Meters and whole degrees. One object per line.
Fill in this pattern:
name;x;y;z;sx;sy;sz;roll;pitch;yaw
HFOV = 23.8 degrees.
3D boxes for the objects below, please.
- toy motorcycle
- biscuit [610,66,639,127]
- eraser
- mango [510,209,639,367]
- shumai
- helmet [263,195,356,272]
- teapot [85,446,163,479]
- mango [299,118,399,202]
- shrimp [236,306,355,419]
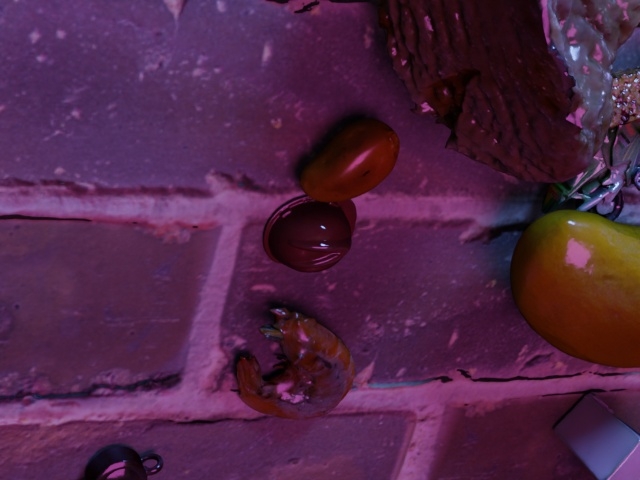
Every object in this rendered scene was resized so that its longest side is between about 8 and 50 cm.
toy motorcycle;0.328;-0.104;1.730;0.106;0.074;0.190;13;114;-23
biscuit;0.333;-0.157;1.654;0.199;0.034;0.064;-13;106;-25
eraser;0.431;0.319;2.013;0.086;0.130;0.287;-48;128;3
mango;0.336;0.061;1.779;0.332;0.142;0.195;17;133;-36
shumai;0.218;-0.256;1.530;0.283;0.217;0.346;-49;120;-33
helmet;0.000;0.000;1.627;0.111;0.057;0.089;-14;123;-20
teapot;-0.220;0.265;1.685;0.100;0.045;0.067;-22;129;-13
mango;0.031;-0.081;1.590;0.114;0.060;0.080;-33;145;-8
shrimp;-0.032;0.146;1.705;0.132;0.051;0.187;-36;132;-4
